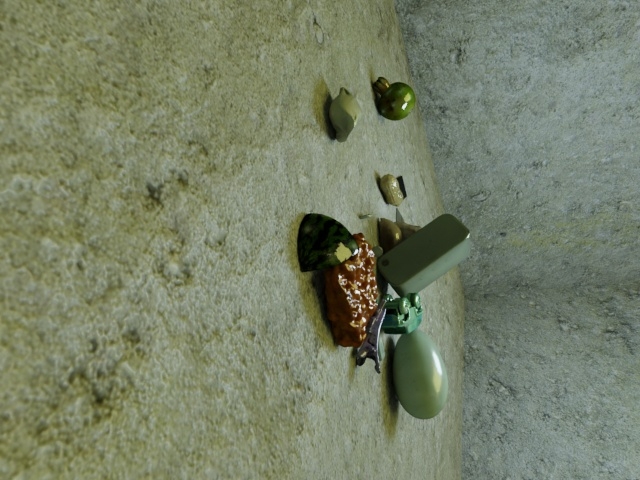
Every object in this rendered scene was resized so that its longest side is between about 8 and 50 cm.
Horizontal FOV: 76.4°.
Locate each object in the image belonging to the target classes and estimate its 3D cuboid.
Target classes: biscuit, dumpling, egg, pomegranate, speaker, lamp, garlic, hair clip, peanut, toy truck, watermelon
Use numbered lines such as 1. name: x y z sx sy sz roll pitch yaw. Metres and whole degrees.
1. biscuit: 0.112 0.163 1.343 0.312 0.111 0.318 -51 133 -58
2. dumpling: 0.089 -0.460 1.519 0.151 0.124 0.228 112 -21 -57
3. egg: 0.421 0.565 1.741 0.230 0.230 0.370 41 42 -54
4. pomegranate: 0.382 -0.739 2.138 0.159 0.190 0.241 -54 136 -23
5. speaker: 0.466 0.079 1.809 0.183 0.406 0.184 55 0 41
6. lamp: 0.213 -0.018 1.702 0.056 0.050 0.198 -44 120 -63
7. garlic: 0.417 0.020 1.986 0.218 0.219 0.212 -7 118 -65
8. garlic: 0.325 -0.016 1.869 0.087 0.101 0.195 -10 87 -55
9. hair clip: 0.186 0.335 1.469 0.137 0.090 0.278 86 12 -50
10. peanut: 0.354 -0.248 2.026 0.214 0.090 0.098 58 5 -42
11. toy truck: 0.320 0.302 1.680 0.279 0.155 0.156 -3 85 -58
12. watermelon: 0.006 -0.006 1.202 0.193 0.137 0.145 -19 104 -21

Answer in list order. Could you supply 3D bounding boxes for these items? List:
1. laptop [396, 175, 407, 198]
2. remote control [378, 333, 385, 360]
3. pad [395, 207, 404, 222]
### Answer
1. laptop: 0.466 -0.302 2.363 0.197 0.016 0.135 -33 111 -64
2. remote control: 0.240 0.424 1.652 0.053 0.018 0.124 -26 105 -62
3. pad: 0.428 -0.085 2.162 0.323 0.055 0.250 74 20 -59
